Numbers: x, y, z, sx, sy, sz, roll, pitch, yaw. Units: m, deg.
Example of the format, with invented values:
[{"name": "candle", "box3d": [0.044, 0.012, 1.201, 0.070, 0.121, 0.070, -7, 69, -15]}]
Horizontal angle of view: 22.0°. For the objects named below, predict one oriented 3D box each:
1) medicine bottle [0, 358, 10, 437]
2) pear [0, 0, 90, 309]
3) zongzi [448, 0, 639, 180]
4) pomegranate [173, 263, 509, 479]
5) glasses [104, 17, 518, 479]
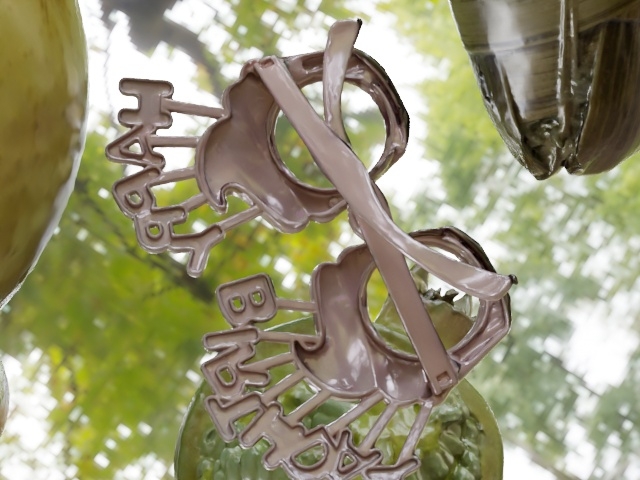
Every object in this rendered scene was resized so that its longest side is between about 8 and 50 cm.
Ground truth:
[{"name": "medicine bottle", "box3d": [-0.285, 0.067, 1.071, 0.139, 0.139, 0.225, -47, -21, -25]}, {"name": "pear", "box3d": [-0.285, -0.085, 0.770, 0.348, 0.348, 0.348, -44, -27, -30]}, {"name": "zongzi", "box3d": [0.209, -0.189, 0.971, 0.286, 0.288, 0.134, 70, -154, -19]}, {"name": "pomegranate", "box3d": [0.034, 0.159, 1.311, 0.340, 0.260, 0.260, -53, -24, -21]}, {"name": "glasses", "box3d": [-0.005, 0.005, 0.804, 0.162, 0.255, 0.095, -28, -14, -3]}]
